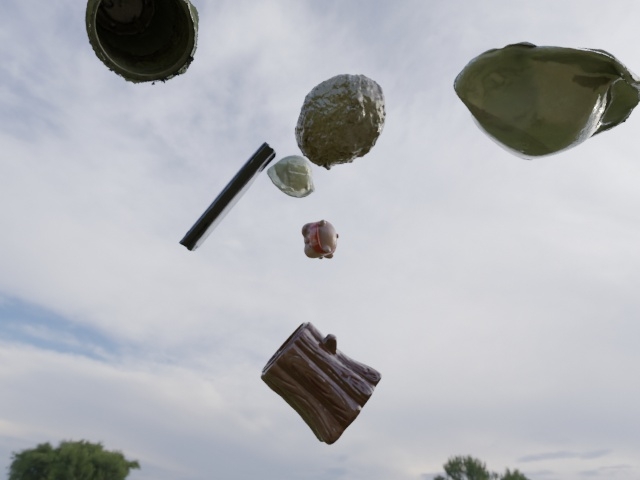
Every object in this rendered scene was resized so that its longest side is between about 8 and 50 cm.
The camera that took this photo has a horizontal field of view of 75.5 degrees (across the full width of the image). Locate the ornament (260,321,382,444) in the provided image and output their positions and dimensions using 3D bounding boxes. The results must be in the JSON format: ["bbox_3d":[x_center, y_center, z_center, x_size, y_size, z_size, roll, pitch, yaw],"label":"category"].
[{"bbox_3d":[-0.008,0.322,0.980,0.217,0.235,0.221,42,-70,3],"label":"ornament"}]

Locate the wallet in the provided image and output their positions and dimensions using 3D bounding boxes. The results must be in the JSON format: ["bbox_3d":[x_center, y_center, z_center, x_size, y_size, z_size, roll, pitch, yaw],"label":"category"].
[{"bbox_3d":[-0.294,-0.139,1.339,0.062,0.406,0.228,39,-3,-11],"label":"wallet"}]

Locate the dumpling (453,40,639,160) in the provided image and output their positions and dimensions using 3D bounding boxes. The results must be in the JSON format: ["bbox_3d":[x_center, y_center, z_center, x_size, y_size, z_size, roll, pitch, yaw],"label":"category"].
[{"bbox_3d":[0.438,-0.268,0.783,0.341,0.181,0.260,43,-33,-22],"label":"dumpling"}]

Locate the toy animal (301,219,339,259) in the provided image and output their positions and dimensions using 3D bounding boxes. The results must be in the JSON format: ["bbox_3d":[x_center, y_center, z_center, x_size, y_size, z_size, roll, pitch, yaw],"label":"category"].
[{"bbox_3d":[0.000,0.000,1.763,0.171,0.171,0.197,2,-11,4],"label":"toy animal"}]

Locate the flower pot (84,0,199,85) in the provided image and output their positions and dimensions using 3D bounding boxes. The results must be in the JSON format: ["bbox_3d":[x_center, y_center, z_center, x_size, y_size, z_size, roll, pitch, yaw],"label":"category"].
[{"bbox_3d":[-0.513,-0.610,1.136,0.290,0.259,0.290,-26,-37,-22],"label":"flower pot"}]

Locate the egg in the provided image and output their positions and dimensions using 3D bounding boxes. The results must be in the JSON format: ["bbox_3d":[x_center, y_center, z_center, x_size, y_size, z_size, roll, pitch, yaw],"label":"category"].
[{"bbox_3d":[0.064,-0.370,1.282,0.279,0.279,0.310,30,-76,-29],"label":"egg"}]

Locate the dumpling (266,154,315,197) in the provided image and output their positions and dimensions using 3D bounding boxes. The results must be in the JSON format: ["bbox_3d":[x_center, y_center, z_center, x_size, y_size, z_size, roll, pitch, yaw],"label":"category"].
[{"bbox_3d":[-0.105,-0.251,1.656,0.131,0.252,0.179,-27,-90,35],"label":"dumpling"}]
